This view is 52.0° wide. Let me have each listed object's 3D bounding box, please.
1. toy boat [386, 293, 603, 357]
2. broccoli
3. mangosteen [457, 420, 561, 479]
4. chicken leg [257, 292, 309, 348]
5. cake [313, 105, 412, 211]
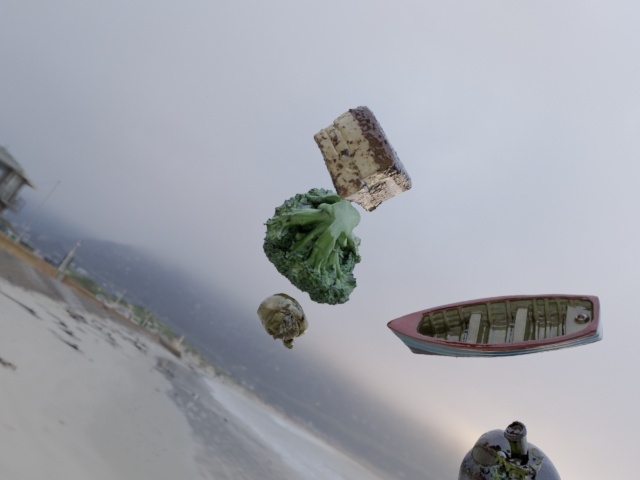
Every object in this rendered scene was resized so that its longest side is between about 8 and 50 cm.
[{"bbox_3d":[0.311,0.164,1.209,0.391,0.136,0.079,-10,-56,31],"label":"toy boat"},{"bbox_3d":[0.000,0.000,1.520,0.264,0.295,0.245,14,-27,-25],"label":"broccoli"},{"bbox_3d":[0.410,0.514,1.413,0.231,0.231,0.289,23,-41,30],"label":"mangosteen"},{"bbox_3d":[-0.069,0.167,1.365,0.103,0.088,0.228,41,-6,16],"label":"chicken leg"},{"bbox_3d":[0.079,-0.139,1.143,0.135,0.112,0.246,63,12,9],"label":"cake"}]
